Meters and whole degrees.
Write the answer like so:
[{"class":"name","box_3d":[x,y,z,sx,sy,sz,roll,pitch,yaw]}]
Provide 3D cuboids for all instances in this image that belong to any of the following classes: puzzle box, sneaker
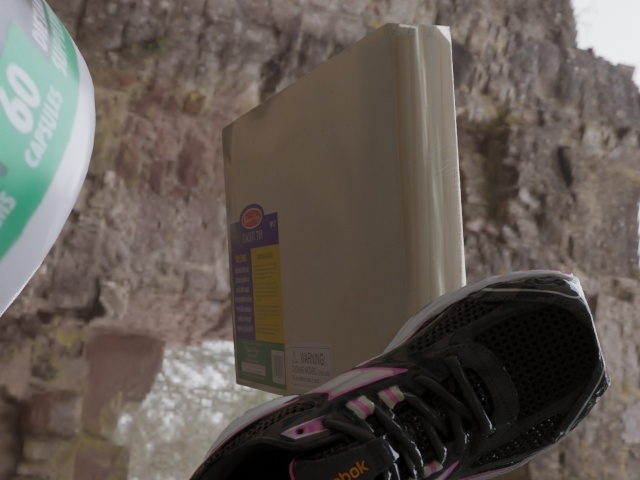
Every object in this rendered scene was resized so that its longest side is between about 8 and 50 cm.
[{"class":"puzzle box","box_3d":[0.000,0.000,0.834,0.409,0.052,0.272,171,-84,-68]},{"class":"sneaker","box_3d":[0.023,0.075,0.352,0.178,0.072,0.077,-34,176,20]}]

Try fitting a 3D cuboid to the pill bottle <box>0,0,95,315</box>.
[{"class":"pill bottle","box_3d":[-0.234,-0.107,0.244,0.361,0.204,0.204,56,23,-50]}]
